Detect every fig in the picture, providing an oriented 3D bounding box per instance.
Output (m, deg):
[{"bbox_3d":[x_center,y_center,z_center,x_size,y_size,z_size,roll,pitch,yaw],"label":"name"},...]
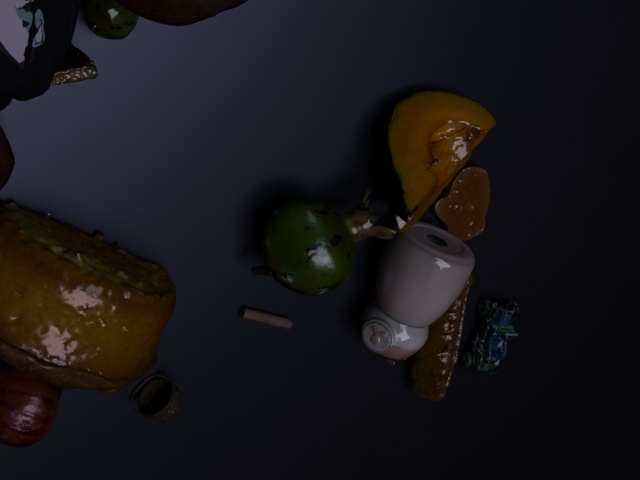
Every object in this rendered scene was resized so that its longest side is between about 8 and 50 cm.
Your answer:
[{"bbox_3d":[-0.435,0.232,1.362,0.150,0.128,0.128,-15,119,-25],"label":"fig"}]

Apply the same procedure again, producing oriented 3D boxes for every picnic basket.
[{"bbox_3d":[-0.258,0.238,1.498,0.072,0.072,0.083,-45,139,-4],"label":"picnic basket"}]

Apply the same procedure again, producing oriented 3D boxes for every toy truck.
[{"bbox_3d":[0.327,0.187,1.808,0.080,0.078,0.154,6,109,-30],"label":"toy truck"}]

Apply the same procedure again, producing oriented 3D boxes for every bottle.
[{"bbox_3d":[0.148,0.098,1.629,0.147,0.147,0.237,10,114,-33],"label":"bottle"}]

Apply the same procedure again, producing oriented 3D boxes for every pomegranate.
[{"bbox_3d":[0.006,-0.001,1.498,0.220,0.156,0.156,-22,122,-31],"label":"pomegranate"},{"bbox_3d":[-0.269,-0.302,1.249,0.073,0.073,0.085,19,64,-35],"label":"pomegranate"}]

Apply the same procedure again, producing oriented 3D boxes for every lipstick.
[{"bbox_3d":[-0.088,0.127,1.577,0.094,0.019,0.019,17,103,-34],"label":"lipstick"}]

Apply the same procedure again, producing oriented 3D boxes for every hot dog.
[{"bbox_3d":[0.210,0.157,1.729,0.061,0.087,0.286,-19,119,-53],"label":"hot dog"}]

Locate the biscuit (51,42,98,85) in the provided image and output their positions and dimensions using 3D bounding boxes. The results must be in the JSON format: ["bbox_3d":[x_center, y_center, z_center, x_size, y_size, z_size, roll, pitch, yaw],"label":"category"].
[{"bbox_3d":[-0.395,-0.206,1.177,0.230,0.131,0.025,-16,122,-25],"label":"biscuit"}]

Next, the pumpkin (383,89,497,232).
[{"bbox_3d":[0.149,-0.134,1.557,0.149,0.130,0.254,42,65,1],"label":"pumpkin"}]

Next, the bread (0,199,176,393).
[{"bbox_3d":[-0.332,0.096,1.323,0.340,0.179,0.194,26,97,-36],"label":"bread"}]

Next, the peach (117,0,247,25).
[{"bbox_3d":[-0.169,-0.381,1.165,0.252,0.252,0.253,-12,118,-25],"label":"peach"}]

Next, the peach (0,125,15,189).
[{"bbox_3d":[-0.447,-0.106,1.186,0.152,0.152,0.152,-12,118,-25],"label":"peach"}]

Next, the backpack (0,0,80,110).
[{"bbox_3d":[-0.374,-0.295,0.948,0.254,0.445,0.364,8,93,-23],"label":"backpack"}]

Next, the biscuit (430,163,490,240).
[{"bbox_3d":[0.241,-0.065,1.675,0.118,0.023,0.140,-4,114,-28],"label":"biscuit"}]

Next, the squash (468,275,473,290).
[{"bbox_3d":[0.251,0.097,1.753,0.027,0.027,0.083,20,101,-35],"label":"squash"}]
